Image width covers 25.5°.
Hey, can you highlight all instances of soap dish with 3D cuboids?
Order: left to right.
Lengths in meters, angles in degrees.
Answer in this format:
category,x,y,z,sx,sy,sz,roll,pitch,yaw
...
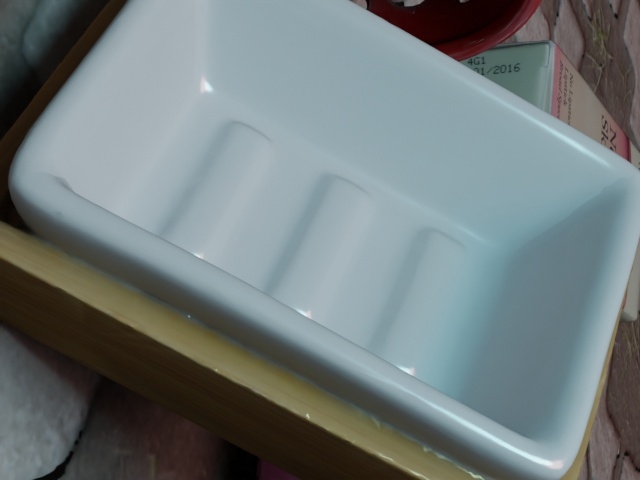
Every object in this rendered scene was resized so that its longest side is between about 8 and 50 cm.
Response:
category,x,y,z,sx,sy,sz,roll,pitch,yaw
soap dish,0.000,0.000,0.677,0.118,0.291,0.229,-59,-176,48

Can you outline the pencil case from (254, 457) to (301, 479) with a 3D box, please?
category,x,y,z,sx,sy,sz,roll,pitch,yaw
pencil case,0.036,0.200,0.799,0.160,0.167,0.386,105,-9,-72

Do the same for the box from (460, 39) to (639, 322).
category,x,y,z,sx,sy,sz,roll,pitch,yaw
box,0.155,-0.035,1.083,0.232,0.127,0.148,33,59,-56

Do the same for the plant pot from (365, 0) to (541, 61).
category,x,y,z,sx,sy,sz,roll,pitch,yaw
plant pot,0.043,-0.220,0.835,0.191,0.191,0.174,48,43,-49
